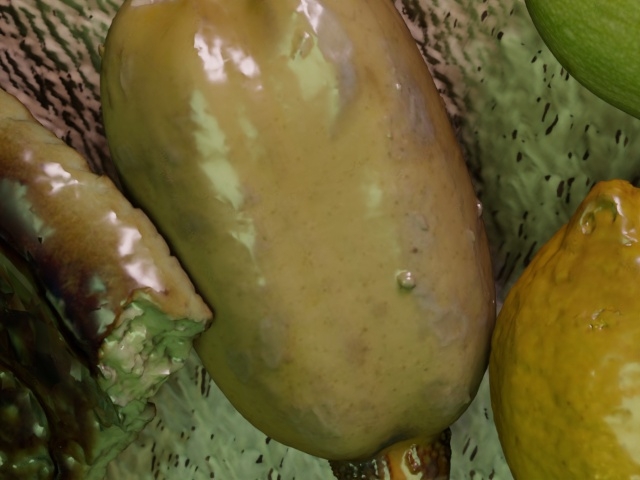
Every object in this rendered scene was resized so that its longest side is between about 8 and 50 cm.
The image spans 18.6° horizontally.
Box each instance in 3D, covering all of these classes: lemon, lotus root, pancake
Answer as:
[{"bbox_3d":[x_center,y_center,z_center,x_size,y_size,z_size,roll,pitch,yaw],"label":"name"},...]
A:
[{"bbox_3d":[0.179,0.083,0.967,0.188,0.188,0.256,-10,113,22],"label":"lemon"},{"bbox_3d":[0.000,0.000,1.017,0.169,0.151,0.342,-22,110,-1],"label":"lotus root"},{"bbox_3d":[-0.250,0.009,1.079,0.427,0.067,0.305,33,130,22],"label":"pancake"}]

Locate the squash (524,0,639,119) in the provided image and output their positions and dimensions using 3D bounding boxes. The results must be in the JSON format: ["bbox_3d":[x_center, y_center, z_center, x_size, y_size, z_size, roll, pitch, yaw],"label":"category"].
[{"bbox_3d":[0.209,-0.099,0.919,0.247,0.132,0.132,18,116,14],"label":"squash"}]
